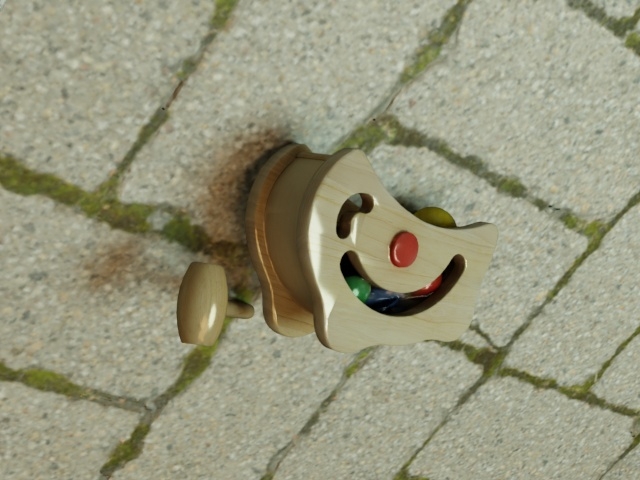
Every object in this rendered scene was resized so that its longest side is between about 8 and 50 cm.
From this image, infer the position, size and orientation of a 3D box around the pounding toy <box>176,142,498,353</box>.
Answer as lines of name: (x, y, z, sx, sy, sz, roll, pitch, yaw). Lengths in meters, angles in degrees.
pounding toy: (0.000, 0.000, 0.878, 0.269, 0.155, 0.154, -1, 98, -41)

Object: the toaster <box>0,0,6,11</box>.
toaster: (-0.263, -0.138, 0.556, 0.227, 0.146, 0.129, -37, 134, 2)
